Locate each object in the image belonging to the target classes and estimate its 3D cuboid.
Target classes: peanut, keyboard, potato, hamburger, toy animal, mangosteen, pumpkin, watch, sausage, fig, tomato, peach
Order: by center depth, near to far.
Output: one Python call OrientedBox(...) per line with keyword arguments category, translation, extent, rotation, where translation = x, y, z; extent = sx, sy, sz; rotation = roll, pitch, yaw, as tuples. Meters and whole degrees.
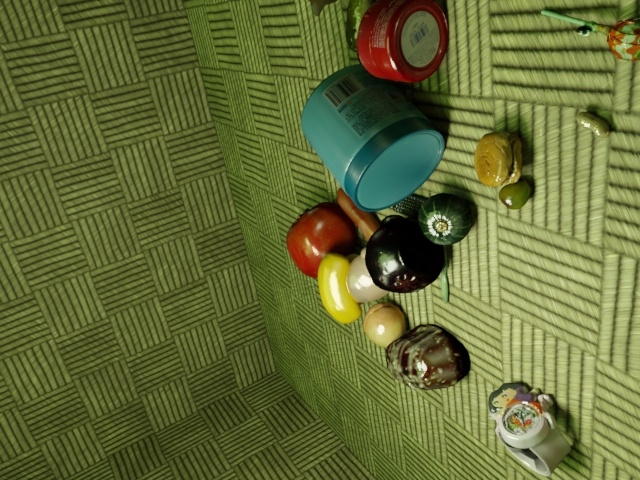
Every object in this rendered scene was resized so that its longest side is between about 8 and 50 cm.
OrientedBox(category="peanut", translation=(0.600, -0.256, 1.207), extent=(0.083, 0.037, 0.037), rotation=(54, 153, 33))
OrientedBox(category="hamburger", translation=(0.465, -0.211, 1.444), extent=(0.138, 0.083, 0.147), rotation=(-152, 61, -75))
OrientedBox(category="fig", translation=(0.519, -0.124, 1.454), extent=(0.088, 0.074, 0.074), rotation=(-48, 65, 39))
OrientedBox(category="pumpkin", translation=(0.384, -0.066, 1.699), extent=(0.125, 0.167, 0.167), rotation=(-72, -24, -59))
OrientedBox(category="watch", translation=(0.651, 0.587, 1.715), extent=(0.231, 0.196, 0.244), rotation=(55, 164, -26))
OrientedBox(category="potato", translation=(0.128, -0.707, 1.737), extent=(0.117, 0.090, 0.226), rotation=(-135, 39, -53))
OrientedBox(category="mangosteen", translation=(0.284, 0.035, 1.857), extent=(0.288, 0.287, 0.233), rotation=(66, 158, 4))
OrientedBox(category="keyboard", translation=(0.341, -0.113, 1.893), extent=(0.309, 0.018, 0.101), rotation=(29, 137, 54))
OrientedBox(category="sausage", translation=(0.165, -0.099, 2.198), extent=(0.300, 0.083, 0.089), rotation=(54, 147, 22))
OrientedBox(category="toy animal", translation=(0.139, 0.142, 2.248), extent=(0.277, 0.345, 0.247), rotation=(48, -162, 3))
OrientedBox(category="peach", translation=(0.266, 0.344, 2.261), extent=(0.184, 0.184, 0.184), rotation=(46, 148, 40))
OrientedBox(category="tomato", translation=(0.000, 0.000, 2.398), extent=(0.290, 0.293, 0.325), rotation=(51, 149, 3))

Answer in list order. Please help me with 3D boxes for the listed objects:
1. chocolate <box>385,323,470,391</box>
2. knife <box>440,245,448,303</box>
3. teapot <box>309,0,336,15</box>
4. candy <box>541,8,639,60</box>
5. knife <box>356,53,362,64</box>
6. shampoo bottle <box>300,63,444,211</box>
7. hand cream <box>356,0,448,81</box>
OrientedBox(category="chocolate", translation=(0.378, 0.455, 2.075), extent=(0.340, 0.210, 0.225), rotation=(2, 110, 64))
OrientedBox(category="knife", translation=(0.425, 0.092, 1.893), extent=(0.043, 0.019, 0.293), rotation=(-144, 40, -61))
OrientedBox(category="teapot", translation=(0.012, -0.865, 1.765), extent=(0.175, 0.185, 0.268), rotation=(-60, -18, -85))
OrientedBox(category="candy", translation=(0.556, -0.441, 1.121), extent=(0.288, 0.078, 0.084), rotation=(-128, 24, -47))
OrientedBox(category="knife", translation=(0.145, -0.604, 1.878), extent=(0.060, 0.028, 0.230), rotation=(158, 91, -78))
OrientedBox(category="shampoo bottle", translation=(0.153, -0.325, 1.719), extent=(0.343, 0.331, 0.331), rotation=(55, 153, 28))
OrientedBox(category="hand cream", translation=(0.227, -0.551, 1.505), extent=(0.149, 0.230, 0.230), rotation=(27, 134, 53))
